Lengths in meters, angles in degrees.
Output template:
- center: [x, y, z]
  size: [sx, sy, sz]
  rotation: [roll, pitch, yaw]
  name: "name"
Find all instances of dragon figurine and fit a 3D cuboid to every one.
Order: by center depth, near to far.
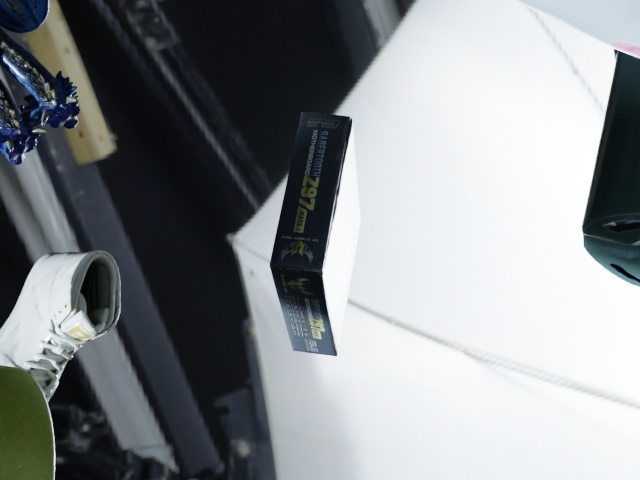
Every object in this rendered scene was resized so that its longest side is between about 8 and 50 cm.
- center: [-0.247, -0.175, 0.758]
  size: [0.085, 0.144, 0.289]
  rotation: [-42, -24, -24]
  name: "dragon figurine"

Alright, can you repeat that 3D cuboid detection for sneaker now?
- center: [-0.373, 0.143, 1.505]
  size: [0.108, 0.169, 0.292]
  rotation: [29, -114, -35]
  name: "sneaker"

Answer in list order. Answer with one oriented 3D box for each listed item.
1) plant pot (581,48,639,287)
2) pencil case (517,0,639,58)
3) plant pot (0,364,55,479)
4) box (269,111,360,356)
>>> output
- center: [0.460, -0.118, 1.233]
  size: [0.341, 0.341, 0.334]
  rotation: [43, -117, -51]
  name: "plant pot"
- center: [0.114, -0.170, 0.529]
  size: [0.273, 0.113, 0.124]
  rotation: [22, -137, -6]
  name: "pencil case"
- center: [-0.388, 0.186, 0.775]
  size: [0.293, 0.275, 0.275]
  rotation: [24, -126, -36]
  name: "plant pot"
- center: [0.000, 0.000, 1.177]
  size: [0.233, 0.059, 0.183]
  rotation: [80, -160, -62]
  name: "box"
